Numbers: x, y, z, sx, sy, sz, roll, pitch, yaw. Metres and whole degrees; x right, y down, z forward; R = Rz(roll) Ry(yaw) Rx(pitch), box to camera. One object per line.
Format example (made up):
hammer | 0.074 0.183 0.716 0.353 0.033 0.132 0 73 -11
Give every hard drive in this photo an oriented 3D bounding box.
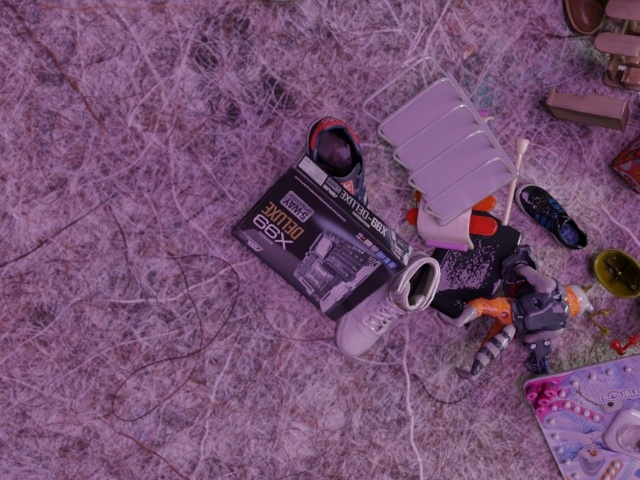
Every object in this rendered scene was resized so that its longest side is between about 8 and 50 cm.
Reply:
hard drive | 0.343 0.057 1.613 0.172 0.054 0.255 30 89 -9

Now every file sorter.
file sorter | 0.236 -0.206 1.441 0.192 0.173 0.278 -35 69 17

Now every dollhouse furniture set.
dollhouse furniture set | 0.623 -0.385 1.561 0.161 0.212 0.242 18 90 28

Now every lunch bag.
lunch bag | 0.807 -0.223 1.545 0.258 0.293 0.120 -43 94 -3

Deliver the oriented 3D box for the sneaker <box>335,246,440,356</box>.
sneaker | 0.143 0.141 1.533 0.108 0.169 0.292 36 89 -11

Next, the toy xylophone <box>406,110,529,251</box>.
toy xylophone | 0.319 -0.131 1.532 0.236 0.081 0.323 18 92 27

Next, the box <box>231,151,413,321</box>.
box | 0.000 0.000 1.483 0.307 0.076 0.242 42 127 -9

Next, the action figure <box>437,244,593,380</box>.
action figure | 0.449 0.206 1.552 0.330 0.178 0.341 -26 111 -5

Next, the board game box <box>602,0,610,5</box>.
board game box | 0.669 -0.514 1.518 0.259 0.136 0.030 26 99 -31

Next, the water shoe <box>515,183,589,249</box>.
water shoe | 0.538 -0.058 1.621 0.203 0.080 0.073 40 87 -9

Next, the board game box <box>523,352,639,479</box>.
board game box | 0.706 0.442 1.575 0.389 0.050 0.390 -20 105 26

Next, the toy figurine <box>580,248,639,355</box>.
toy figurine | 0.790 0.182 1.657 0.362 0.217 0.191 47 119 26

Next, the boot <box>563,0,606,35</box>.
boot | 0.629 -0.619 1.582 0.112 0.115 0.305 9 95 -13

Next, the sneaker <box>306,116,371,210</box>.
sneaker | 0.048 -0.093 1.513 0.131 0.148 0.350 -17 96 -7
